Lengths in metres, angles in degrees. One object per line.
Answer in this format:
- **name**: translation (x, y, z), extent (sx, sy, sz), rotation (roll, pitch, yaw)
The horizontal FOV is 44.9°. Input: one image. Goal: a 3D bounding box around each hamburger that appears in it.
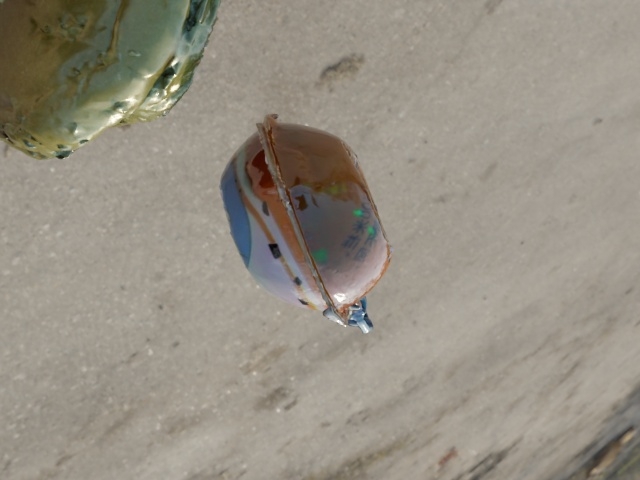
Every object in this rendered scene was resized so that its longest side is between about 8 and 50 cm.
- **hamburger**: translation (-0.187, -0.203, 0.587), extent (0.134, 0.266, 0.284), rotation (5, 100, -39)

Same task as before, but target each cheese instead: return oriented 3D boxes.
- **cheese**: translation (0.000, 0.000, 0.761), extent (0.129, 0.216, 0.329), rotation (-20, 153, 5)
